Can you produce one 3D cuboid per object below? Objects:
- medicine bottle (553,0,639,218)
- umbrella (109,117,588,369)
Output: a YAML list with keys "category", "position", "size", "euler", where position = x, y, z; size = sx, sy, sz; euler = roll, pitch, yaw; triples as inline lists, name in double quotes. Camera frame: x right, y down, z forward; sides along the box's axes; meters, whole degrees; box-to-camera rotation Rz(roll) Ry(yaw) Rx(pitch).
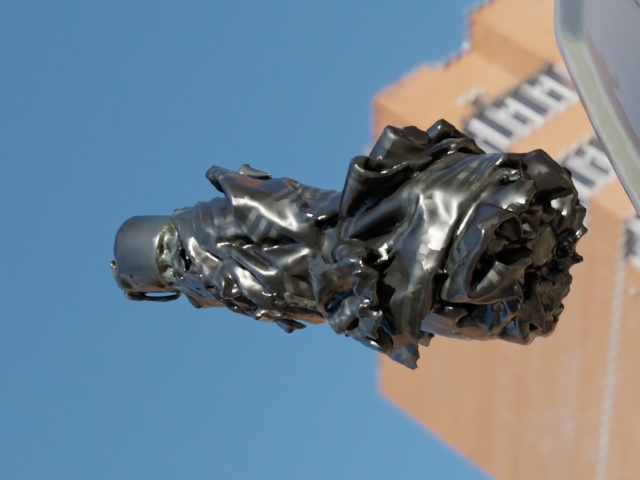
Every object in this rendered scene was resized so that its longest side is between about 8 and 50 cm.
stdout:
- category: "medicine bottle"
  position: [0.234, -0.081, 0.492]
  size: [0.324, 0.179, 0.124]
  euler: [-24, -29, -5]
- category: "umbrella"
  position: [0.005, -0.011, 1.209]
  size: [0.128, 0.336, 0.154]
  euler: [46, -114, -43]
